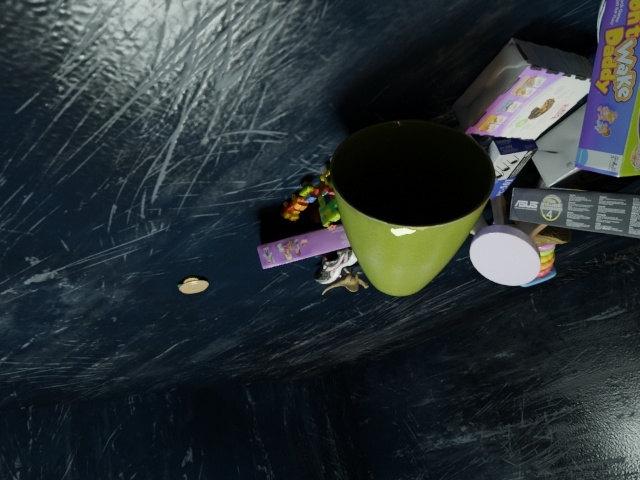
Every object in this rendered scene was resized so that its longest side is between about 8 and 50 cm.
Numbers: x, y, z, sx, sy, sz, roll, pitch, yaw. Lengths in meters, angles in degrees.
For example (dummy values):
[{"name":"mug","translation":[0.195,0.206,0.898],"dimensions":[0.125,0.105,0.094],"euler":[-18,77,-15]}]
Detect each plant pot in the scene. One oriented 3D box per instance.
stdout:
[{"name":"plant pot","translation":[0.161,-0.031,0.898],"dimensions":[0.275,0.274,0.293],"euler":[-13,140,-7]}]

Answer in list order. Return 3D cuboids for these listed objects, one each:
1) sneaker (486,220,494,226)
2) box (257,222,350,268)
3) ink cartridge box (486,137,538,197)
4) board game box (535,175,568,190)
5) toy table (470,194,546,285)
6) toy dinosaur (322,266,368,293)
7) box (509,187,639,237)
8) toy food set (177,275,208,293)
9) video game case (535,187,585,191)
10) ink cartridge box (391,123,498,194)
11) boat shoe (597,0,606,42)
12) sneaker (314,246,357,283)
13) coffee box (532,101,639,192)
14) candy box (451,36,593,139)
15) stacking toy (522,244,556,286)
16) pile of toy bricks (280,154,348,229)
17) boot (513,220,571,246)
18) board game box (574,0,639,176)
[{"name":"sneaker","translation":[0.543,-0.033,1.505],"dimensions":[0.053,0.059,0.144],"euler":[-21,178,-19]},{"name":"box","translation":[0.000,0.000,1.126],"dimensions":[0.294,0.057,0.201],"euler":[-15,-178,-5]},{"name":"ink cartridge box","translation":[0.430,-0.170,1.132],"dimensions":[0.097,0.046,0.207],"euler":[-11,156,-9]},{"name":"board game box","translation":[0.648,-0.159,1.290],"dimensions":[0.090,0.020,0.090],"euler":[-7,142,1]},{"name":"toy table","translation":[0.516,-0.009,1.308],"dimensions":[0.253,0.160,0.274],"euler":[2,148,23]},{"name":"toy dinosaur","translation":[0.084,0.122,1.491],"dimensions":[0.183,0.092,0.053],"euler":[-1,151,-31]},{"name":"box","translation":[0.694,-0.060,1.056],"dimensions":[0.319,0.097,0.395],"euler":[-1,-171,-21]},{"name":"toy food set","translation":[-0.357,0.126,1.308],"dimensions":[0.083,0.020,0.083],"euler":[-31,153,31]},{"name":"video game case","translation":[0.736,-0.153,1.392],"dimensions":[0.193,0.023,0.213],"euler":[-31,152,30]},{"name":"ink cartridge box","translation":[0.242,-0.130,1.012],"dimensions":[0.231,0.077,0.134],"euler":[-31,129,29]},{"name":"boat shoe","translation":[0.492,-0.270,0.744],"dimensions":[0.108,0.102,0.301],"euler":[9,139,32]},{"name":"sneaker","translation":[0.030,0.060,1.375],"dimensions":[0.077,0.071,0.178],"euler":[18,133,-33]},{"name":"coffee box","translation":[0.669,-0.210,1.107],"dimensions":[0.298,0.118,0.168],"euler":[0,152,-32]},{"name":"candy box","translation":[0.373,-0.267,0.854],"dimensions":[0.197,0.070,0.165],"euler":[-2,152,-28]},{"name":"stacking toy","translation":[0.766,0.009,1.650],"dimensions":[0.166,0.175,0.301],"euler":[-19,143,-8]},{"name":"pile of toy bricks","translation":[0.015,-0.076,0.998],"dimensions":[0.118,0.105,0.212],"euler":[6,148,-41]},{"name":"boot","translation":[0.632,-0.012,1.533],"dimensions":[0.236,0.089,0.270],"euler":[25,157,-19]},{"name":"board game box","translation":[0.504,-0.273,0.652],"dimensions":[0.234,0.078,0.346],"euler":[-8,112,-19]}]
